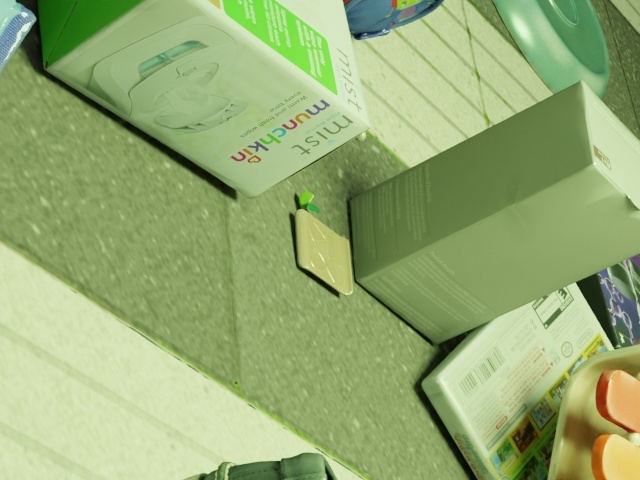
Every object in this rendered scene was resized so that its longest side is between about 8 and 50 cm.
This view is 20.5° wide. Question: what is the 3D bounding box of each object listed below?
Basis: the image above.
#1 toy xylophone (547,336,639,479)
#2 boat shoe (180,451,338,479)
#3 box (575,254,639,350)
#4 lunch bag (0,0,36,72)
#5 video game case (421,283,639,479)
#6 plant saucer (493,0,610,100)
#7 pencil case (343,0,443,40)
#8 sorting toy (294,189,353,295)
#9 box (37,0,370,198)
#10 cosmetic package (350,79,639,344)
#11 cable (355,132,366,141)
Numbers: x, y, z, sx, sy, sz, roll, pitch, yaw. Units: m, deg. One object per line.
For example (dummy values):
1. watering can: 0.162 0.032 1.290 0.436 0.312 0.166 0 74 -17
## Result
1. toy xylophone: 0.262 0.246 1.488 0.236 0.081 0.323 19 75 -51
2. boat shoe: 0.022 0.223 1.096 0.319 0.099 0.116 51 19 -47
3. box: 0.302 0.095 1.811 0.261 0.103 0.184 33 40 -47
4. lunch bag: -0.298 -0.074 0.825 0.221 0.138 0.293 49 40 -28
5. video game case: 0.201 0.152 1.548 0.227 0.026 0.206 -40 101 -46
6. plant saucer: 0.289 -0.311 2.272 0.317 0.043 0.318 43 30 -33
7. pencil case: 0.017 -0.329 1.670 0.119 0.133 0.306 -11 70 -27
8. sorting toy: 0.000 0.000 1.424 0.062 0.012 0.083 32 41 -40
9. box: -0.096 -0.199 1.314 0.231 0.126 0.262 32 37 -44
10. cosmetic package: 0.155 -0.019 1.472 0.127 0.238 0.107 41 32 -39
11. cable: -0.022 -0.203 1.521 0.139 0.072 0.287 36 34 -53
